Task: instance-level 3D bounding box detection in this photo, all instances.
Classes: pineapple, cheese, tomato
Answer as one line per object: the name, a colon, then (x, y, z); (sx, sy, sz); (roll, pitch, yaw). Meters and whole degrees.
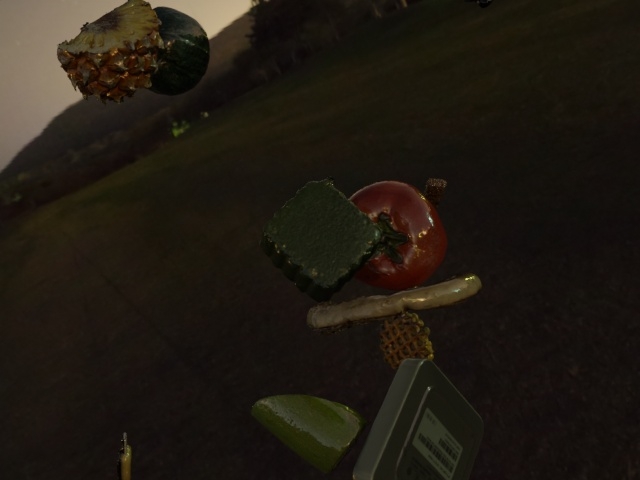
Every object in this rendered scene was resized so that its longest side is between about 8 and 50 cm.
pineapple: (-0.533, -0.478, 1.628); (0.209, 0.286, 0.344); (27, 55, 14)
cheese: (-0.543, 0.594, 1.592); (0.036, 0.162, 0.086); (2, 34, -12)
tomato: (0.213, -0.007, 1.750); (0.341, 0.341, 0.273); (-20, -4, 16)

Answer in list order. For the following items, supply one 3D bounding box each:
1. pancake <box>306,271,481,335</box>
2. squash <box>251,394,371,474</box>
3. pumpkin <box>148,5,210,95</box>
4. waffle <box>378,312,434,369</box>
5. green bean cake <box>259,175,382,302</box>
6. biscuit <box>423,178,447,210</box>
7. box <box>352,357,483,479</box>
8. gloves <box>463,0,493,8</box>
pancake: (0.148, 0.139, 1.244); (0.382, 0.071, 0.382); (-12, -7, -2)
squash: (-0.024, 0.464, 1.495); (0.260, 0.189, 0.189); (35, 50, 17)
pumpkin: (-0.504, -0.639, 1.971); (0.197, 0.293, 0.263); (30, 6, 24)
waffle: (0.288, 0.351, 1.913); (0.059, 0.243, 0.238); (-9, 15, -38)
green bean cake: (0.000, 0.000, 1.488); (0.247, 0.250, 0.156); (-45, -9, -21)
biscuit: (0.366, -0.142, 1.879); (0.064, 0.199, 0.034); (3, 66, 0)
box: (0.271, 0.541, 1.468); (0.090, 0.367, 0.373); (-8, 43, 47)
gloves: (0.388, -0.628, 1.380); (0.119, 0.142, 0.285); (-21, 8, 22)
